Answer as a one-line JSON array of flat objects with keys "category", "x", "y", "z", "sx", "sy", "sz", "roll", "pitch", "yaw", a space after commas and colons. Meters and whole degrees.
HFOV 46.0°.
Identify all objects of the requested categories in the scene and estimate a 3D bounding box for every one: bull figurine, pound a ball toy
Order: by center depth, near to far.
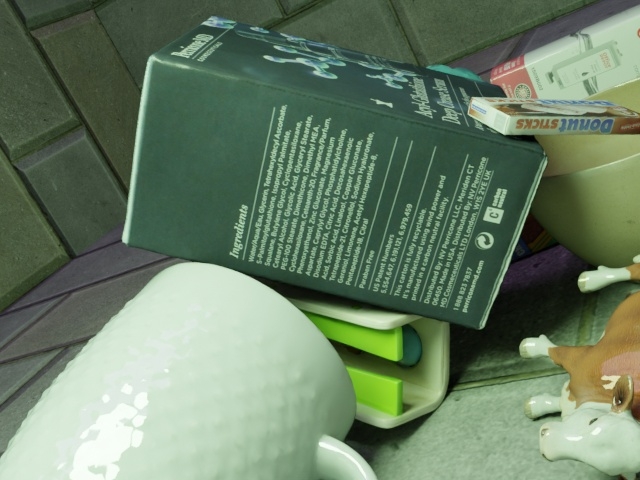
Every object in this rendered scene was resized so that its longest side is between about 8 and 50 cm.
[{"category": "bull figurine", "x": 0.288, "y": 0.106, "z": 0.693, "sx": 0.310, "sy": 0.101, "sz": 0.188, "roll": -35, "pitch": 16, "yaw": -22}, {"category": "pound a ball toy", "x": 0.007, "y": 0.154, "z": 0.952, "sx": 0.136, "sy": 0.208, "sz": 0.319, "roll": -12, "pitch": 14, "yaw": -43}]

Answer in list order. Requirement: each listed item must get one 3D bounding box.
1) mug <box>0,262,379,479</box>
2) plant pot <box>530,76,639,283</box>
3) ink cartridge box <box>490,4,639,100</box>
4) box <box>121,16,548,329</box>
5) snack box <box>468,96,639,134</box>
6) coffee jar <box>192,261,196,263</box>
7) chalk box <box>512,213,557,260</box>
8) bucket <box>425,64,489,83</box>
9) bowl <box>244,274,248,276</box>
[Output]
[{"category": "mug", "x": -0.117, "y": 0.240, "z": 0.715, "sx": 0.374, "sy": 0.276, "sz": 0.328, "roll": 17, "pitch": 45, "yaw": 24}, {"category": "plant pot", "x": 0.385, "y": -0.062, "z": 0.892, "sx": 0.284, "sy": 0.191, "sz": 0.284, "roll": -26, "pitch": 16, "yaw": 8}, {"category": "ink cartridge box", "x": 0.471, "y": -0.261, "z": 1.323, "sx": 0.283, "sy": 0.207, "sz": 0.117, "roll": -21, "pitch": 14, "yaw": 24}, {"category": "box", "x": 0.015, "y": -0.096, "z": 0.877, "sx": 0.396, "sy": 0.212, "sz": 0.293, "roll": 13, "pitch": 24, "yaw": -2}, {"category": "snack box", "x": 0.241, "y": -0.126, "z": 0.763, "sx": 0.178, "sy": 0.022, "sz": 0.064, "roll": -4, "pitch": 27, "yaw": -25}, {"category": "coffee jar", "x": -0.227, "y": 0.055, "z": 1.718, "sx": 0.096, "sy": 0.079, "sz": 0.184, "roll": -34, "pitch": 17, "yaw": -20}, {"category": "chalk box", "x": 0.230, "y": -0.062, "z": 1.167, "sx": 0.289, "sy": 0.180, "sz": 0.179, "roll": -25, "pitch": 16, "yaw": 14}, {"category": "bucket", "x": 0.215, "y": -0.174, "z": 1.392, "sx": 0.281, "sy": 0.281, "sz": 0.183, "roll": -22, "pitch": 23, "yaw": 21}, {"category": "bowl", "x": 0.000, "y": 0.000, "z": 1.134, "sx": 0.298, "sy": 0.134, "sz": 0.298, "roll": 5, "pitch": -12, "yaw": 1}]
